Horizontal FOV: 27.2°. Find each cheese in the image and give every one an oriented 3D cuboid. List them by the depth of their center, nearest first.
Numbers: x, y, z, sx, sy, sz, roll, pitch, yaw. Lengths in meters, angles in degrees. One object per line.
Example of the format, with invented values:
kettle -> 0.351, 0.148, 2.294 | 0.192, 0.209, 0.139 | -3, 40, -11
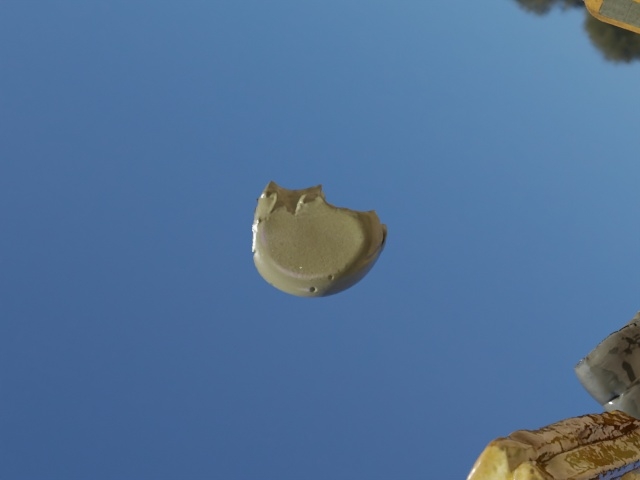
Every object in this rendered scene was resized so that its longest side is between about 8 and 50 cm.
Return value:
cheese -> 0.000, 0.000, 2.012 | 0.202, 0.175, 0.091 | 3, -176, 3

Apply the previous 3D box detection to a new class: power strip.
power strip -> 0.337, -0.240, 1.365 | 0.178, 0.049, 0.028 | 19, -123, 6

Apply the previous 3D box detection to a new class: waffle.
waffle -> 0.239, 0.296, 1.401 | 0.098, 0.224, 0.327 | 37, -159, 29

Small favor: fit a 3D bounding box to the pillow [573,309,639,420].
pillow -> 0.498, 0.148, 1.701 | 0.228, 0.326, 0.101 | 51, 162, 3
